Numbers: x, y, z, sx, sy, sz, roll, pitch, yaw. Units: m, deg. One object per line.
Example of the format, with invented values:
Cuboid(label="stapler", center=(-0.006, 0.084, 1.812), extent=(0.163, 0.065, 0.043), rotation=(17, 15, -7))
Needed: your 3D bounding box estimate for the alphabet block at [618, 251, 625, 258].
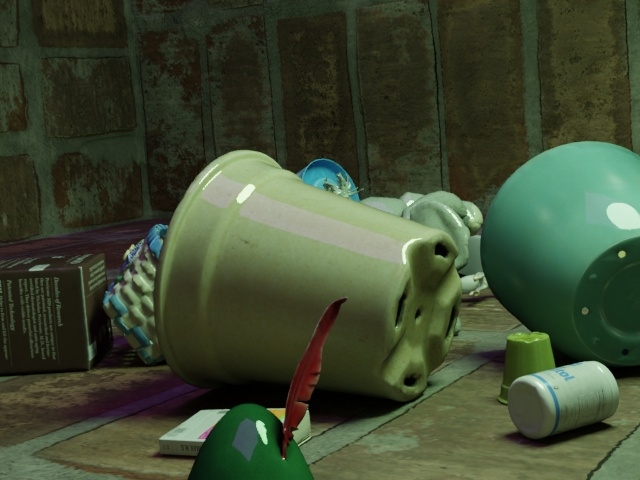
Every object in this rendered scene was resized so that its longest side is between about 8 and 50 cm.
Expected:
Cuboid(label="alphabet block", center=(0.526, -0.005, 2.134), extent=(0.197, 0.192, 0.193), rotation=(-4, 8, -7))

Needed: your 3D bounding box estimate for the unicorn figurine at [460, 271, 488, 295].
Cuboid(label="unicorn figurine", center=(0.284, 0.085, 2.063), extent=(0.162, 0.060, 0.111), rotation=(-2, 7, 21))

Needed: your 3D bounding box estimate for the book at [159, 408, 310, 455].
Cuboid(label="book", center=(-0.096, 0.219, 1.263), extent=(0.144, 0.035, 0.096), rotation=(-2, 10, 25))

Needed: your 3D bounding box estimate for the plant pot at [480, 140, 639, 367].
Cuboid(label="plant pot", center=(0.388, 0.036, 1.509), extent=(0.293, 0.292, 0.235), rotation=(-5, 20, -6))

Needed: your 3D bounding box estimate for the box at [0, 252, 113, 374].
Cuboid(label="box", center=(-0.458, 0.117, 1.801), extent=(0.203, 0.166, 0.168), rotation=(-4, 6, 2))

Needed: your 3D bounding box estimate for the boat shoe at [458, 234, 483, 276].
Cuboid(label="boat shoe", center=(0.314, 0.033, 2.400), extent=(0.088, 0.096, 0.268), rotation=(-15, 3, -38))

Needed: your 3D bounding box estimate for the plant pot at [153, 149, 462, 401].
Cuboid(label="plant pot", center=(0.004, 0.069, 1.458), extent=(0.306, 0.333, 0.334), rotation=(13, 14, 29))

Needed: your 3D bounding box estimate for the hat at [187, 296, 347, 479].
Cuboid(label="hat", center=(-0.070, 0.164, 1.039), extent=(0.173, 0.183, 0.208), rotation=(-3, 6, 12))

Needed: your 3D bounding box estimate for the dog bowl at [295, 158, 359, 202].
Cuboid(label="dog bowl", center=(0.000, 0.000, 2.073), extent=(0.074, 0.297, 0.166), rotation=(-17, -19, 39))

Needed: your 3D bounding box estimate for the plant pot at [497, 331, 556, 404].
Cuboid(label="plant pot", center=(0.257, 0.155, 1.371), extent=(0.083, 0.079, 0.083), rotation=(-4, 6, 0))

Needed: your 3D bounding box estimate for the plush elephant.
Cuboid(label="plush elephant", center=(0.135, 0.050, 1.785), extent=(0.272, 0.255, 0.330), rotation=(-41, -44, 15))

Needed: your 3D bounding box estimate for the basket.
Cuboid(label="basket", center=(-0.201, 0.054, 1.794), extent=(0.289, 0.201, 0.255), rotation=(-33, 8, -3))

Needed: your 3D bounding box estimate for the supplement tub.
Cuboid(label="supplement tub", center=(0.267, 0.175, 1.230), extent=(0.107, 0.071, 0.071), rotation=(-9, 8, -31))
